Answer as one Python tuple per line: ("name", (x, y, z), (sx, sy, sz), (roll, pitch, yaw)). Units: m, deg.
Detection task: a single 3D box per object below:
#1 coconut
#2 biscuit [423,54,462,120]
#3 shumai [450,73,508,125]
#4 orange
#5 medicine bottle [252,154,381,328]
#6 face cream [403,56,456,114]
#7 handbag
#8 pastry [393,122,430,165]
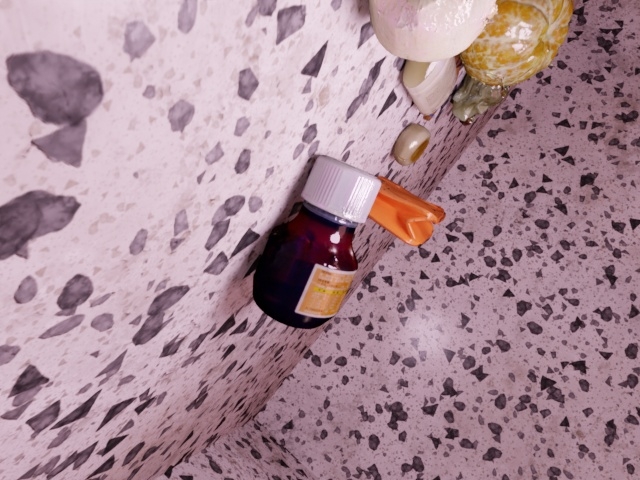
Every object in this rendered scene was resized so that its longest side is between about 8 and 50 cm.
("coconut", (0.176, -0.410, 0.637), (0.224, 0.224, 0.234), (-53, 177, 0))
("biscuit", (0.444, -0.548, 1.437), (0.183, 0.043, 0.280), (-43, 165, -42))
("shumai", (0.623, -0.601, 1.643), (0.218, 0.189, 0.256), (-39, -175, 18))
("orange", (0.544, -0.601, 1.126), (0.330, 0.249, 0.328), (-21, 135, -23))
("medicine bottle", (0.000, 0.000, 0.985), (0.394, 0.243, 0.243), (-64, 162, 18))
("face cream", (0.316, -0.470, 1.140), (0.173, 0.081, 0.349), (-58, 164, 16))
("handbag", (0.259, -0.119, 1.348), (0.116, 0.304, 0.410), (-59, 165, 17))
("pastry", (0.320, -0.339, 1.430), (0.156, 0.092, 0.156), (-47, 160, -22))
